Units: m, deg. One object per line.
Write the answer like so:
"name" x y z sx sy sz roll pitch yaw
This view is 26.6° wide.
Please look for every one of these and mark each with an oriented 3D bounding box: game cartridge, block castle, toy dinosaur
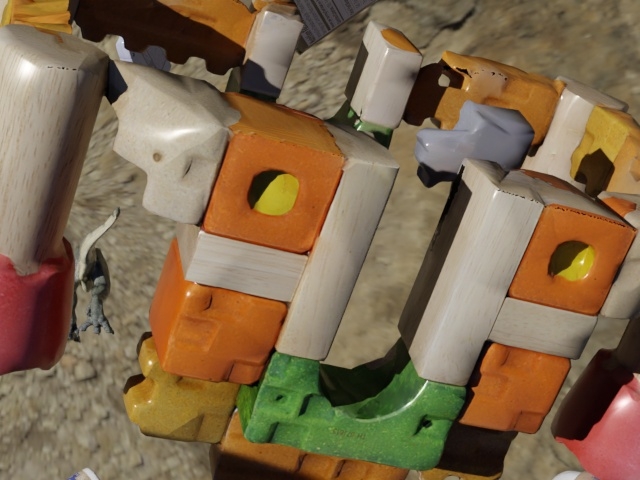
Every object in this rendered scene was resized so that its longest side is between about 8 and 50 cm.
"game cartridge" -0.165 -0.174 1.263 0.017 0.083 0.056 4 59 19
"block castle" 0.000 0.000 0.793 0.453 0.303 0.213 13 112 -18
"toy dinosaur" -0.259 0.049 1.500 0.064 0.268 0.118 8 76 -14

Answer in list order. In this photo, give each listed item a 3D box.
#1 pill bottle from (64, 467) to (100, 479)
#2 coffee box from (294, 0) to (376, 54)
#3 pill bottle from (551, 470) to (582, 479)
"pill bottle" -0.292 0.310 1.501 0.120 0.067 0.067 -30 98 -22
"coffee box" 0.046 -0.318 1.129 0.297 0.119 0.168 -34 70 4
"pill bottle" 0.189 0.368 1.202 0.169 0.169 0.301 44 78 -10
